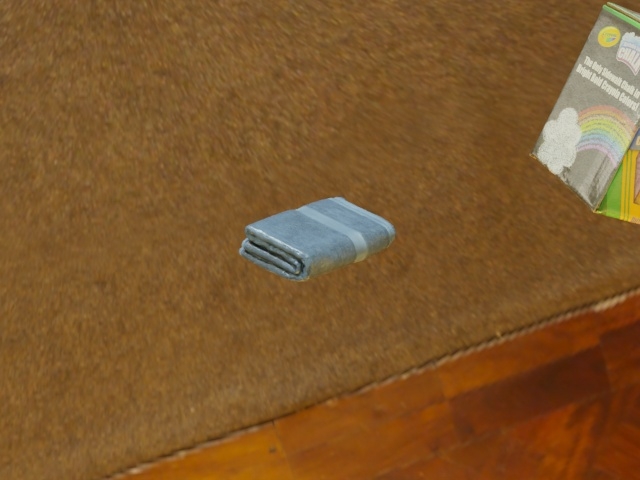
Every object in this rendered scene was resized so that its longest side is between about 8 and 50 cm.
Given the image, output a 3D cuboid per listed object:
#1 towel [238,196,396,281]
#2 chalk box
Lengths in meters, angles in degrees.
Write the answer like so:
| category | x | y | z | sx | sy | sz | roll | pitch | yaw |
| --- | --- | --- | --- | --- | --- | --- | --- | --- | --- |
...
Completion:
| category | x | y | z | sx | sy | sz | roll | pitch | yaw |
| --- | --- | --- | --- | --- | --- | --- | --- | --- | --- |
| towel | 0.000 | 0.000 | 0.862 | 0.067 | 0.119 | 0.029 | 27 | 116 | 28 |
| chalk box | 0.317 | -0.131 | 1.089 | 0.132 | 0.132 | 0.213 | 14 | 112 | -27 |
